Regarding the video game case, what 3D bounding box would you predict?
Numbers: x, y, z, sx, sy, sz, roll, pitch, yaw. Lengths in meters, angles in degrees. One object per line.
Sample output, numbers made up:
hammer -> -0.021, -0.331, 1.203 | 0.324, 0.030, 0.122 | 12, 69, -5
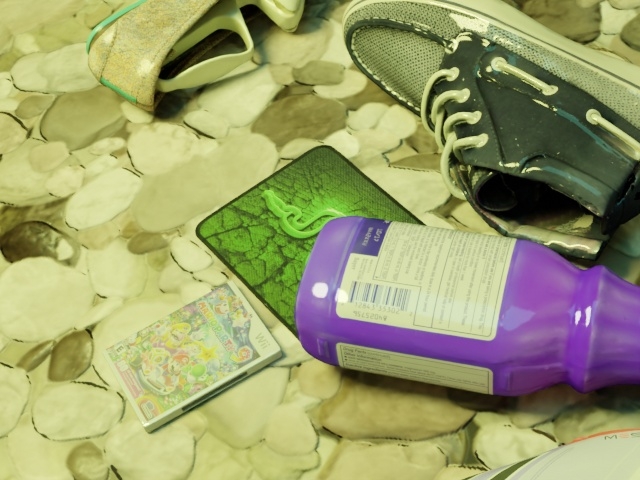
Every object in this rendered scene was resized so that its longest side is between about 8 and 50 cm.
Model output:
video game case -> -0.103, 0.090, 0.884 | 0.122, 0.011, 0.087 | -29, 51, -13

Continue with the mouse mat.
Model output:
mouse mat -> 0.000, 0.000, 0.942 | 0.153, 0.007, 0.190 | -35, 54, -18

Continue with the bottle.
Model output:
bottle -> 0.128, 0.054, 0.811 | 0.283, 0.092, 0.118 | 8, 50, 15

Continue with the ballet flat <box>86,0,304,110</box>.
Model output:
ballet flat -> -0.084, -0.233, 1.107 | 0.316, 0.107, 0.106 | -41, 75, -15

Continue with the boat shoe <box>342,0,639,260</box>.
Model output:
boat shoe -> 0.131, -0.108, 0.923 | 0.341, 0.127, 0.158 | 25, 52, 27

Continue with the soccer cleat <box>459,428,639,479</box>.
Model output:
soccer cleat -> 0.151, 0.180, 0.712 | 0.318, 0.108, 0.116 | -7, 31, 7
